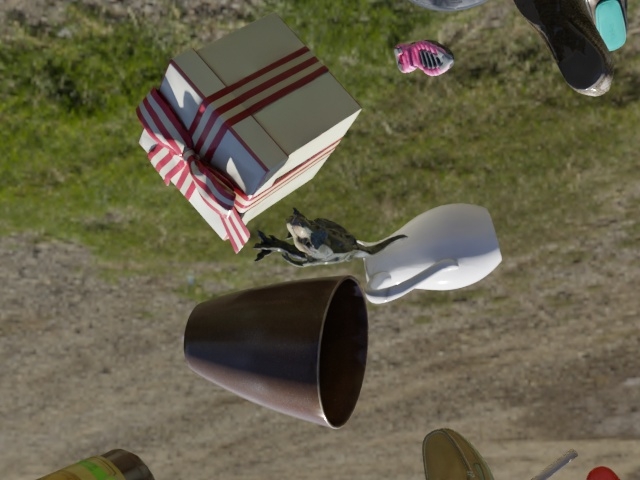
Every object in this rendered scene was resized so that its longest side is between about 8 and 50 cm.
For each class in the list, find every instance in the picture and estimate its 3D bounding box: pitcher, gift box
[{"bbox_3d":[0.161,0.029,1.363,0.207,0.178,0.125,-16,112,6],"label":"pitcher"},{"bbox_3d":[-0.126,-0.158,1.472,0.258,0.255,0.276,-36,166,-36],"label":"gift box"}]

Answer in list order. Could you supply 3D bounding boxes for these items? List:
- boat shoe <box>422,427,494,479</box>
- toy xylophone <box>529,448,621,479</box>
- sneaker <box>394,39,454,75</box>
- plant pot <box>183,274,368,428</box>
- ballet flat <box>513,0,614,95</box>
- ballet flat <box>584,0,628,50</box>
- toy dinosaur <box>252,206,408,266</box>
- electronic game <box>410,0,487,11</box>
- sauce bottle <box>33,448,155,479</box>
[{"bbox_3d":[0.140,0.262,0.919,0.068,0.190,0.072,-42,134,17],"label":"boat shoe"},{"bbox_3d":[0.316,0.403,1.149,0.322,0.236,0.081,-33,159,6],"label":"toy xylophone"},{"bbox_3d":[0.147,-0.246,1.216,0.057,0.047,0.119,-20,-158,-21],"label":"sneaker"},{"bbox_3d":[-0.071,0.151,1.339,0.230,0.215,0.215,3,160,21],"label":"plant pot"},{"bbox_3d":[0.315,-0.289,1.192,0.058,0.250,0.084,7,143,-42],"label":"ballet flat"},{"bbox_3d":[0.545,-0.493,1.788,0.095,0.096,0.280,-13,142,5],"label":"ballet flat"},{"bbox_3d":[0.000,0.000,1.058,0.118,0.064,0.268,9,-176,24],"label":"toy dinosaur"},{"bbox_3d":[0.206,-0.464,1.439,0.229,0.229,0.048,-5,165,11],"label":"electronic game"},{"bbox_3d":[-0.308,0.297,0.851,0.344,0.111,0.111,-15,174,-46],"label":"sauce bottle"}]
